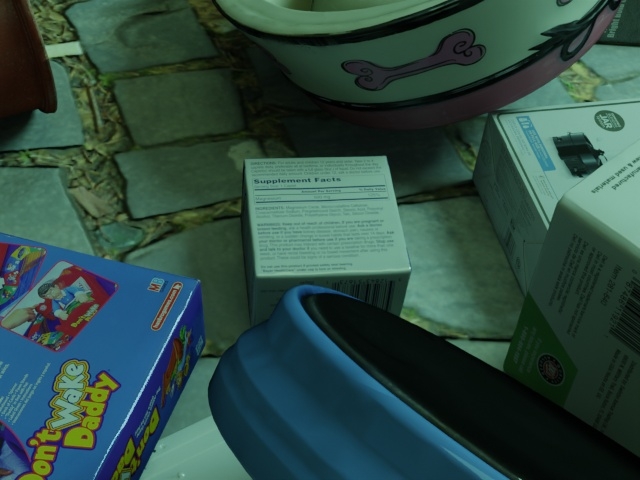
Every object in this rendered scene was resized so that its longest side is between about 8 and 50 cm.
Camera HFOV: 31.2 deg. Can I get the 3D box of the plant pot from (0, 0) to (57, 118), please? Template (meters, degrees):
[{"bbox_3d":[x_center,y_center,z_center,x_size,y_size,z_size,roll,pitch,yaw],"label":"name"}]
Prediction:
[{"bbox_3d":[-0.403,-0.187,0.979,0.265,0.272,0.272,-25,54,-16],"label":"plant pot"}]

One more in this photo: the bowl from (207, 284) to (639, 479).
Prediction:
[{"bbox_3d":[0.121,0.148,0.654,0.391,0.391,0.077,33,95,23],"label":"bowl"}]

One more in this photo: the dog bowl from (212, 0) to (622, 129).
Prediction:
[{"bbox_3d":[0.107,-0.270,1.084,0.408,0.150,0.408,-17,42,16],"label":"dog bowl"}]

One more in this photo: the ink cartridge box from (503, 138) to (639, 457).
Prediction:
[{"bbox_3d":[0.286,0.090,0.816,0.117,0.201,0.278,-33,58,-31],"label":"ink cartridge box"}]

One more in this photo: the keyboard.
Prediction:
[{"bbox_3d":[-0.033,0.145,0.862,0.256,0.014,0.072,-23,59,-25],"label":"keyboard"}]

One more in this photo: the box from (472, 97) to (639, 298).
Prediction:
[{"bbox_3d":[0.302,-0.045,1.025,0.290,0.087,0.169,-5,48,-12],"label":"box"}]

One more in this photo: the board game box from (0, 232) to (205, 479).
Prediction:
[{"bbox_3d":[-0.249,0.146,0.778,0.233,0.078,0.347,13,47,11],"label":"board game box"}]

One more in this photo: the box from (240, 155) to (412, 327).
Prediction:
[{"bbox_3d":[0.000,0.000,0.958,0.126,0.072,0.137,-1,48,-7],"label":"box"}]

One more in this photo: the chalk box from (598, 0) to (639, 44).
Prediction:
[{"bbox_3d":[0.309,-0.303,1.239,0.213,0.132,0.132,4,47,-4],"label":"chalk box"}]
